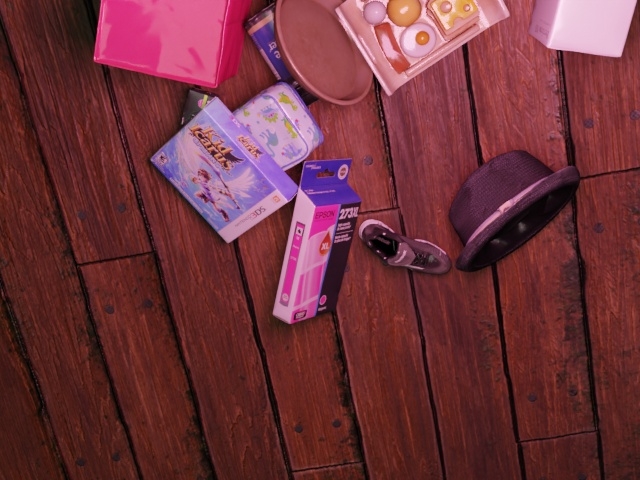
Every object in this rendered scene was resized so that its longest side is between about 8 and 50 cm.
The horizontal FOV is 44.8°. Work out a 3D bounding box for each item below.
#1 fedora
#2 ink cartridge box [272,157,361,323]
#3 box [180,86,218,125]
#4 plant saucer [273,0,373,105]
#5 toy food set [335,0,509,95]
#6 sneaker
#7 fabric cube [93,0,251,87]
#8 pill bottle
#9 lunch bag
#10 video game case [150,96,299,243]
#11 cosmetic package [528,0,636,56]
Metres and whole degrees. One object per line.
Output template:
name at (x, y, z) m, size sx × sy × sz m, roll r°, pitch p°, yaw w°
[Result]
fedora at (0.400, -0.082, 1.708) m, size 0.334 × 0.334 × 0.152 m, roll -40°, pitch 67°, yaw 14°
ink cartridge box at (0.000, 0.000, 1.768) m, size 0.069 × 0.176 × 0.370 m, roll 22°, pitch 110°, yaw 35°
box at (-0.272, -0.295, 1.752) m, size 0.062 × 0.052 × 0.083 m, roll 17°, pitch 109°, yaw -3°
plant saucer at (0.003, -0.404, 1.609) m, size 0.041 × 0.278 × 0.277 m, roll -21°, pitch 108°, yaw 42°
toy food set at (0.215, -0.481, 1.637) m, size 0.306 × 0.092 × 0.219 m, roll -32°, pitch 103°, yaw 9°
sneaker at (0.196, 0.030, 1.800) m, size 0.234 × 0.106 × 0.078 m, roll 25°, pitch 108°, yaw -5°
fabric cube at (-0.289, -0.475, 1.589) m, size 0.254 × 0.258 × 0.259 m, roll 14°, pitch 108°, yaw 0°
pill bottle at (-0.057, -0.402, 1.668) m, size 0.123 × 0.123 × 0.219 m, roll -31°, pitch 103°, yaw 12°
lunch bag at (-0.112, -0.232, 1.702) m, size 0.219 × 0.090 × 0.176 m, roll -24°, pitch 108°, yaw 44°
video game case at (-0.219, -0.148, 1.733) m, size 0.269 × 0.061 × 0.244 m, roll 48°, pitch 134°, yaw -11°
cosmetic package at (0.539, -0.571, 1.520) m, size 0.156 × 0.217 × 0.384 m, roll 10°, pitch 111°, yaw 0°
